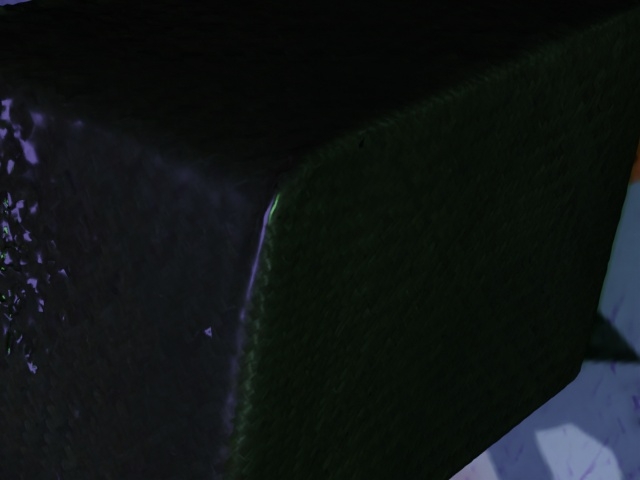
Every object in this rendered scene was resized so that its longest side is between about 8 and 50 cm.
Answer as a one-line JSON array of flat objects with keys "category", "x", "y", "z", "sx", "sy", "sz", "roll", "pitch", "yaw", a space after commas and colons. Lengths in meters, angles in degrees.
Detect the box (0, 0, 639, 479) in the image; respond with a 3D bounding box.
[{"category": "box", "x": -0.002, "y": -0.001, "z": 0.516, "sx": 0.143, "sy": 0.273, "sz": 0.184, "roll": 24, "pitch": 121, "yaw": 27}]
